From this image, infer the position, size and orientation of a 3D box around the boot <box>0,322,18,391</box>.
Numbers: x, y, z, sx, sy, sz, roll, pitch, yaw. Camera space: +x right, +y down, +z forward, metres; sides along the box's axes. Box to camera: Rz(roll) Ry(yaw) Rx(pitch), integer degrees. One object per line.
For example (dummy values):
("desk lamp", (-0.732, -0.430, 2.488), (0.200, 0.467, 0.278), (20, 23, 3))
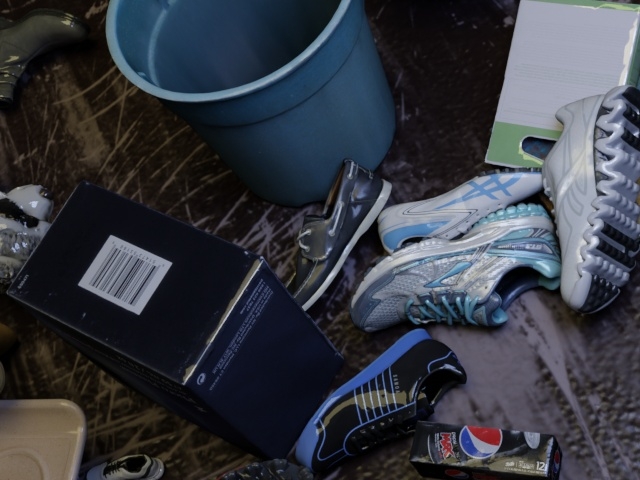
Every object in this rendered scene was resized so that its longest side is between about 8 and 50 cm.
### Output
("boot", (-0.479, 0.155, 1.696), (0.236, 0.269, 0.089), (-4, 98, 14))

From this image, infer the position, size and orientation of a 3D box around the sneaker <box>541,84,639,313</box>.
("sneaker", (0.328, -0.048, 1.554), (0.118, 0.110, 0.292), (-2, 66, 39))

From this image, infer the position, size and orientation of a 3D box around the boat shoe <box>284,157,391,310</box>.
("boat shoe", (0.000, 0.000, 1.681), (0.233, 0.079, 0.084), (-57, 18, -5))

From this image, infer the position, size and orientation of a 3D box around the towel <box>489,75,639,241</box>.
("towel", (0.440, -0.153, 1.645), (0.370, 0.040, 0.271), (-32, 53, 4))

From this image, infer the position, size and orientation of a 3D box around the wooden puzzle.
("wooden puzzle", (-0.454, 0.377, 1.588), (0.322, 0.080, 0.347), (-4, 64, 20))

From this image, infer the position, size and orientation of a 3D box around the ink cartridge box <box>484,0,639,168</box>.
("ink cartridge box", (0.326, -0.201, 1.669), (0.171, 0.056, 0.235), (13, 92, 30))

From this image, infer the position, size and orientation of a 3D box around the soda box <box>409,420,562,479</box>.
("soda box", (0.194, 0.253, 1.484), (0.169, 0.060, 0.053), (2, 61, 23))

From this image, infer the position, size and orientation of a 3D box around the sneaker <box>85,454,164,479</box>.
("sneaker", (-0.261, 0.297, 1.650), (0.109, 0.044, 0.040), (-15, 59, 15))

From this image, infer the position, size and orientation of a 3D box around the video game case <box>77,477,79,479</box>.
("video game case", (-0.442, 0.436, 1.627), (0.244, 0.061, 0.269), (-9, 58, 15))

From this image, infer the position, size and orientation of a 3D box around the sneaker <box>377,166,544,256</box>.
("sneaker", (0.190, -0.035, 1.647), (0.237, 0.085, 0.086), (-21, 82, 17))

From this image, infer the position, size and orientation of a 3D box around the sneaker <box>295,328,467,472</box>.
("sneaker", (0.075, 0.210, 1.546), (0.232, 0.081, 0.090), (-44, 50, -7))

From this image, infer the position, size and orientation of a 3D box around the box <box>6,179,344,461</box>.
("box", (-0.171, 0.109, 1.572), (0.296, 0.294, 0.182), (22, 73, 31))

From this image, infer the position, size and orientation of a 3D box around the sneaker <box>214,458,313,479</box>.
("sneaker", (-0.126, 0.363, 1.516), (0.276, 0.135, 0.097), (-31, 57, -18))

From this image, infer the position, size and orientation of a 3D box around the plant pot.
("plant pot", (-0.061, -0.233, 1.709), (0.341, 0.334, 0.341), (-10, 57, 16))

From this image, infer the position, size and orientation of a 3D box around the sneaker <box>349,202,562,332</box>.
("sneaker", (0.172, 0.057, 1.584), (0.283, 0.110, 0.122), (-26, 58, 6))

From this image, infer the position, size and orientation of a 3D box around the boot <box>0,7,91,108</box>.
("boot", (-0.494, -0.288, 2.083), (0.247, 0.083, 0.161), (-1, 67, 28))

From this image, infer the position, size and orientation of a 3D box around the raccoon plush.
("raccoon plush", (-0.561, 0.057, 1.879), (0.446, 0.216, 0.299), (-49, 65, 25))
